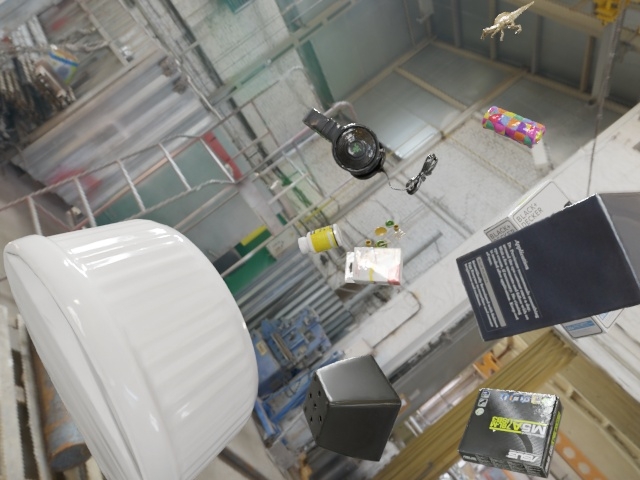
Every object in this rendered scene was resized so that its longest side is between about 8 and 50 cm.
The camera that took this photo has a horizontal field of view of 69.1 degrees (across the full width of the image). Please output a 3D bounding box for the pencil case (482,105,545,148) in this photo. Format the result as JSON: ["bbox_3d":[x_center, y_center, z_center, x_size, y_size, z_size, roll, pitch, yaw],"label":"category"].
[{"bbox_3d":[0.754,-0.446,1.827,0.236,0.104,0.104,38,-12,32],"label":"pencil case"}]

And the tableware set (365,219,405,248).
[{"bbox_3d":[0.235,-0.018,1.744,0.104,0.154,0.024,42,-22,38],"label":"tableware set"}]

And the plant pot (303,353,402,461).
[{"bbox_3d":[0.062,0.406,1.140,0.166,0.188,0.188,8,21,-21],"label":"plant pot"}]

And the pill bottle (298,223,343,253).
[{"bbox_3d":[0.000,0.000,1.299,0.065,0.116,0.065,-18,90,-79],"label":"pill bottle"}]

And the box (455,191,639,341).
[{"bbox_3d":[0.250,0.026,0.448,0.158,0.155,0.093,-36,-115,52],"label":"box"}]

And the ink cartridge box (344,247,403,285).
[{"bbox_3d":[0.173,0.087,1.563,0.067,0.198,0.115,44,49,-66],"label":"ink cartridge box"}]

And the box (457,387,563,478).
[{"bbox_3d":[0.429,0.426,1.051,0.190,0.184,0.045,-10,-63,45],"label":"box"}]

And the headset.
[{"bbox_3d":[0.131,-0.272,1.332,0.394,0.185,0.243,39,10,14],"label":"headset"}]

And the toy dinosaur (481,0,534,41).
[{"bbox_3d":[0.598,-0.697,1.478,0.053,0.183,0.093,28,41,-49],"label":"toy dinosaur"}]

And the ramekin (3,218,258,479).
[{"bbox_3d":[-0.173,0.104,0.442,0.272,0.127,0.273,27,-50,37],"label":"ramekin"}]

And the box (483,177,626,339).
[{"bbox_3d":[0.499,0.036,0.961,0.290,0.169,0.087,53,-25,7],"label":"box"}]
